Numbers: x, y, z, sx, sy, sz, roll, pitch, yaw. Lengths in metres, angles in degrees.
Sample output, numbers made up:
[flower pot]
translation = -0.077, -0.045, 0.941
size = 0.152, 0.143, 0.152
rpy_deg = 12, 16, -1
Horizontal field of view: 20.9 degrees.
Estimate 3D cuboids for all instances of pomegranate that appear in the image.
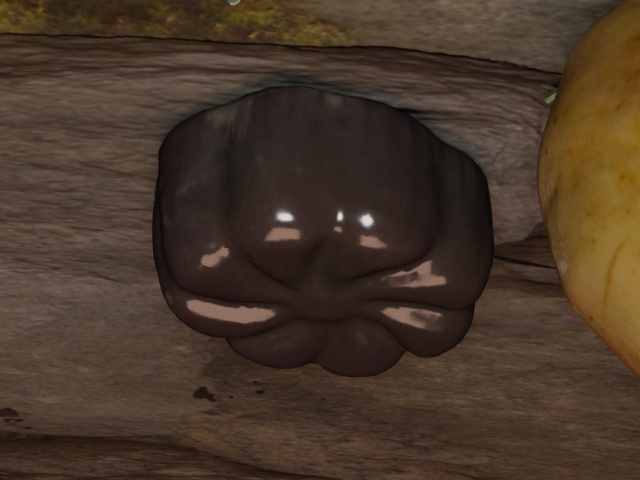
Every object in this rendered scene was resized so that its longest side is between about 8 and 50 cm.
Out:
[pomegranate]
translation = 0.310, -0.031, 1.265
size = 0.338, 0.338, 0.338
rpy_deg = 2, 149, 1

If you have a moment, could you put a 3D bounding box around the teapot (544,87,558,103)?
[teapot]
translation = 0.227, -0.103, 1.422
size = 0.083, 0.064, 0.064
rpy_deg = 39, 135, 1

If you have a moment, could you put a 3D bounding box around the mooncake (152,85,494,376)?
[mooncake]
translation = 0.000, 0.000, 1.519
size = 0.306, 0.154, 0.306
rpy_deg = 0, 148, 0

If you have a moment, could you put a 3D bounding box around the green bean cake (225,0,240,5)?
[green bean cake]
translation = -0.144, -0.276, 1.062
size = 0.249, 0.156, 0.247
rpy_deg = 5, 150, -3
